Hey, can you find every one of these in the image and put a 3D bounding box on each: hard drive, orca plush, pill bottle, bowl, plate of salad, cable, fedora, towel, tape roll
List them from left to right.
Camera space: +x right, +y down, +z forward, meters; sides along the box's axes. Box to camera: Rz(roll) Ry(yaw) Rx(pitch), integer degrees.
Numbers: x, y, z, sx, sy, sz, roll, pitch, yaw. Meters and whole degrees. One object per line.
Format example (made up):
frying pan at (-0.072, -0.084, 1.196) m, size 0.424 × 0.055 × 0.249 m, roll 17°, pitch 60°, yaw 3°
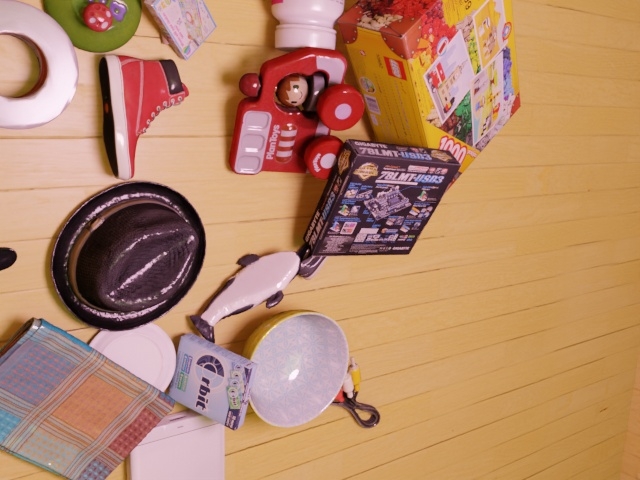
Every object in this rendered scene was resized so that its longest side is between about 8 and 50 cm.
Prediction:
tape roll at (-0.550, -0.309, 1.130) m, size 0.219 × 0.072 × 0.219 m, roll -10°, pitch 108°, yaw -33°
towel at (-0.515, 0.342, 1.294) m, size 0.271 × 0.040 × 0.370 m, roll -46°, pitch 123°, yaw -1°
plate of salad at (-0.415, 0.268, 1.386) m, size 0.200 × 0.048 × 0.199 m, roll -2°, pitch 94°, yaw -29°
fedora at (-0.361, 0.042, 1.293) m, size 0.334 × 0.152 × 0.334 m, roll -7°, pitch 102°, yaw -33°
hard drive at (-0.339, 0.581, 1.517) m, size 0.233 × 0.047 × 0.353 m, roll -7°, pitch 106°, yaw -34°
orca plush at (-0.160, 0.139, 1.506) m, size 0.287 × 0.151 × 0.102 m, roll -50°, pitch 156°, yaw -19°
bowl at (-0.089, 0.289, 1.556) m, size 0.289 × 0.156 × 0.289 m, roll -10°, pitch 108°, yaw -33°
pill bottle at (-0.024, -0.559, 1.392) m, size 0.160 × 0.160 × 0.283 m, roll -3°, pitch 103°, yaw -35°
cable at (0.085, 0.454, 1.775) m, size 0.139 × 0.072 × 0.287 m, roll -37°, pitch 121°, yaw -17°

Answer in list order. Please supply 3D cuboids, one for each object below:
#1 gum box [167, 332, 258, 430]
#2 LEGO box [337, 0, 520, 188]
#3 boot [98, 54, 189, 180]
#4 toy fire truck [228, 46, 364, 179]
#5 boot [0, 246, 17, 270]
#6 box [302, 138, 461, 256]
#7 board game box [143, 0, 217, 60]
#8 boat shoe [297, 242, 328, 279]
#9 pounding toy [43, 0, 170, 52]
gum box at (-0.243, 0.313, 1.426) m, size 0.041 × 0.184 × 0.157 m, roll -18°, pitch 125°, yaw -65°
LEGO box at (0.289, -0.419, 1.545) m, size 0.372 × 0.193 × 0.500 m, roll -48°, pitch 142°, yaw -17°
boot at (-0.345, -0.245, 1.288) m, size 0.176 × 0.088 × 0.244 m, roll -6°, pitch 101°, yaw -36°
toy fire truck at (-0.062, -0.275, 1.402) m, size 0.254 × 0.169 × 0.302 m, roll -1°, pitch 129°, yaw -22°
boot at (-0.608, 0.052, 1.159) m, size 0.121 × 0.099 × 0.045 m, roll -16°, pitch 112°, yaw -32°
box at (0.142, -0.090, 1.503) m, size 0.296 × 0.073 × 0.293 m, roll 0°, pitch 131°, yaw -30°
board game box at (-0.277, -0.452, 1.277) m, size 0.103 × 0.026 × 0.154 m, roll -53°, pitch 153°, yaw -14°
boat shoe at (0.000, 0.000, 1.601) m, size 0.065 × 0.075 × 0.206 m, roll 37°, pitch 84°, yaw -39°
pounding toy at (-0.383, -0.449, 1.192) m, size 0.237 × 0.110 × 0.183 m, roll -15°, pitch 110°, yaw -32°
